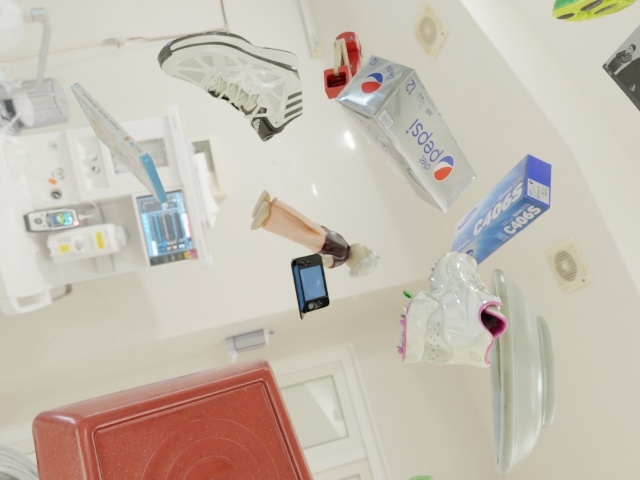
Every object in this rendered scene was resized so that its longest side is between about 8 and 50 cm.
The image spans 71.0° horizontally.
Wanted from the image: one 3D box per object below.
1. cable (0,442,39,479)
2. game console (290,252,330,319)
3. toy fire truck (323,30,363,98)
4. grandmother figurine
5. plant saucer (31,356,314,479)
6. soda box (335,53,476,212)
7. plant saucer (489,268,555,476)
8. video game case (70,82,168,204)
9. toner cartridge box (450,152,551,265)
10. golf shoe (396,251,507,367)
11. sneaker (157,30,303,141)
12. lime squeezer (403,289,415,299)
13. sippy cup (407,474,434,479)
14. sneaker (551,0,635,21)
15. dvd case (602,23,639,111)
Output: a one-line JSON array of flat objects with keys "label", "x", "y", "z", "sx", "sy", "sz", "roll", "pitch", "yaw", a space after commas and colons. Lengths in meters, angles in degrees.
[{"label": "cable", "x": -0.364, "y": 0.353, "z": 0.486, "sx": 0.257, "sy": 0.089, "sz": 0.257, "roll": 58, "pitch": -8, "yaw": -27}, {"label": "game console", "x": -0.020, "y": 0.094, "z": 0.948, "sx": 0.071, "sy": 0.107, "sz": 0.122, "roll": -5, "pitch": -85, "yaw": 60}, {"label": "toy fire truck", "x": 0.047, "y": -0.337, "z": 0.864, "sx": 0.135, "sy": 0.047, "sz": 0.192, "roll": 41, "pitch": 46, "yaw": -64}, {"label": "grandmother figurine", "x": 0.000, "y": 0.000, "z": 1.105, "sx": 0.104, "sy": 0.342, "sz": 0.208, "roll": -53, "pitch": -157, "yaw": 31}, {"label": "plant saucer", "x": -0.107, "y": 0.248, "z": 0.429, "sx": 0.048, "sy": 0.258, "sz": 0.259, "roll": -47, "pitch": -122, "yaw": 41}, {"label": "soda box", "x": 0.149, "y": -0.161, "z": 0.733, "sx": 0.098, "sy": 0.091, "sz": 0.286, "roll": 42, "pitch": 4, "yaw": 43}, {"label": "plant saucer", "x": 0.400, "y": 0.259, "z": 0.905, "sx": 0.400, "sy": 0.100, "sz": 0.401, "roll": 0, "pitch": 90, "yaw": -72}, {"label": "video game case", "x": -0.292, "y": -0.138, "z": 0.661, "sx": 0.166, "sy": 0.015, "sz": 0.119, "roll": 44, "pitch": -22, "yaw": 13}, {"label": "toner cartridge box", "x": 0.495, "y": -0.066, "z": 1.261, "sx": 0.165, "sy": 0.075, "sz": 0.348, "roll": -66, "pitch": -177, "yaw": -36}, {"label": "golf shoe", "x": 0.227, "y": 0.107, "z": 0.713, "sx": 0.306, "sy": 0.140, "sz": 0.115, "roll": -38, "pitch": 130, "yaw": -53}, {"label": "sneaker", "x": -0.223, "y": -0.426, "z": 1.291, "sx": 0.169, "sy": 0.447, "sz": 0.258, "roll": -22, "pitch": -101, "yaw": 52}, {"label": "lime squeezer", "x": 0.252, "y": 0.185, "z": 1.041, "sx": 0.310, "sy": 0.110, "sz": 0.059, "roll": -66, "pitch": 170, "yaw": -67}, {"label": "sippy cup", "x": 0.081, "y": 0.499, "z": 0.690, "sx": 0.240, "sy": 0.224, "sz": 0.306, "roll": -62, "pitch": 135, "yaw": -65}, {"label": "sneaker", "x": 0.516, "y": -0.475, "z": 0.721, "sx": 0.295, "sy": 0.109, "sz": 0.124, "roll": -34, "pitch": -111, "yaw": 47}, {"label": "dvd case", "x": 0.784, "y": -0.418, "z": 1.038, "sx": 0.179, "sy": 0.029, "sz": 0.239, "roll": 61, "pitch": -8, "yaw": 14}]
